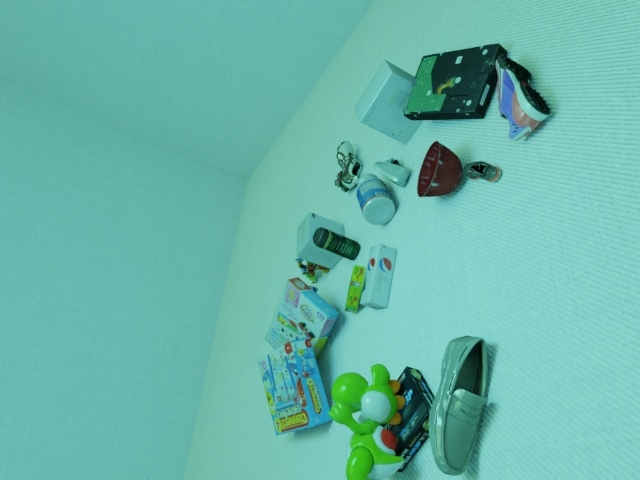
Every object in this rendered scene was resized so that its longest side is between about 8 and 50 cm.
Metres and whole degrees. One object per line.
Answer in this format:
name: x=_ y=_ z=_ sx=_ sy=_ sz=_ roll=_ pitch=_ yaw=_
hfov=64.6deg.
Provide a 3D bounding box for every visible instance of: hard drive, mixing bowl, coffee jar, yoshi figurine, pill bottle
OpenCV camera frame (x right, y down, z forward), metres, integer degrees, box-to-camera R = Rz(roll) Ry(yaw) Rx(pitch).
hard drive: x=0.444 y=-0.526 z=1.716 sx=0.339 sy=0.064 sz=0.237 roll=17 pitch=86 yaw=54
mixing bowl: x=0.381 y=-0.212 z=1.589 sx=0.181 sy=0.098 sz=0.181 roll=-166 pitch=90 yaw=-84
coffee jar: x=0.061 y=0.011 z=2.044 sx=0.079 sy=0.184 sz=0.096 roll=-65 pitch=22 yaw=10
yoshi figurine: x=0.096 y=0.509 z=1.359 sx=0.203 sy=0.203 sz=0.362 roll=135 pitch=151 yaw=-59
pill bottle: x=0.205 y=-0.167 z=1.957 sx=0.124 sy=0.124 sz=0.221 roll=-57 pitch=23 yaw=27

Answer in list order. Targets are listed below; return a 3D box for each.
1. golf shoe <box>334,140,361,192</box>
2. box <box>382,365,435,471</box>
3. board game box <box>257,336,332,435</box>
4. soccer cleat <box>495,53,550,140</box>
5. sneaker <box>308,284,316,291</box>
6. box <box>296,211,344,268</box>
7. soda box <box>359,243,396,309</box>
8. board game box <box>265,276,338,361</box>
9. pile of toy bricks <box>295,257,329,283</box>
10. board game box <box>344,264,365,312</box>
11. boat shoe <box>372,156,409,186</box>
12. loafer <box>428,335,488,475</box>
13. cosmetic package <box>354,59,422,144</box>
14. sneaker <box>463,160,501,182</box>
golf shoe: x=0.142 y=-0.353 z=2.346 sx=0.120 sy=0.105 sz=0.273 roll=-23 pitch=53 yaw=40
box: x=0.229 y=0.487 z=1.386 sx=0.220 sy=0.051 sz=0.175 roll=-61 pitch=23 yaw=19
board game box: x=-0.105 y=0.552 z=1.901 sx=0.308 sy=0.086 sz=0.302 roll=-40 pitch=61 yaw=51
soccer cleat: x=0.540 y=-0.414 z=1.432 sx=0.116 sy=0.109 sz=0.318 roll=-54 pitch=28 yaw=41
sneaker: x=-0.053 y=0.264 z=2.263 sx=0.058 sy=0.052 sz=0.135 roll=-13 pitch=59 yaw=60
box: x=0.000 y=0.000 z=2.206 sx=0.119 sy=0.182 sz=0.181 roll=-52 pitch=26 yaw=39
soda box: x=0.201 y=0.125 z=1.759 sx=0.069 sy=0.074 sz=0.216 roll=-28 pitch=45 yaw=59
board game box: x=-0.081 y=0.343 z=2.004 sx=0.242 sy=0.064 sz=0.316 roll=39 pitch=121 yaw=30
pile of toy bricks: x=-0.041 y=0.143 z=2.303 sx=0.212 sy=0.118 sz=0.105 roll=18 pitch=119 yaw=60
board game box: x=0.124 y=0.177 z=1.825 sx=0.181 sy=0.043 sz=0.092 roll=97 pitch=-175 yaw=-54
boat shoe: x=0.280 y=-0.275 z=1.961 sx=0.081 sy=0.079 sz=0.227 roll=-55 pitch=28 yaw=9
loafer: x=0.328 y=0.375 z=1.177 sx=0.111 sy=0.112 sz=0.319 roll=136 pitch=150 yaw=-62
cosmetic package: x=0.289 y=-0.532 z=1.961 sx=0.224 sy=0.225 sz=0.138 roll=-56 pitch=25 yaw=30
sneaker: x=0.458 y=-0.212 z=1.479 sx=0.061 sy=0.065 sz=0.158 roll=-67 pitch=22 yaw=4
